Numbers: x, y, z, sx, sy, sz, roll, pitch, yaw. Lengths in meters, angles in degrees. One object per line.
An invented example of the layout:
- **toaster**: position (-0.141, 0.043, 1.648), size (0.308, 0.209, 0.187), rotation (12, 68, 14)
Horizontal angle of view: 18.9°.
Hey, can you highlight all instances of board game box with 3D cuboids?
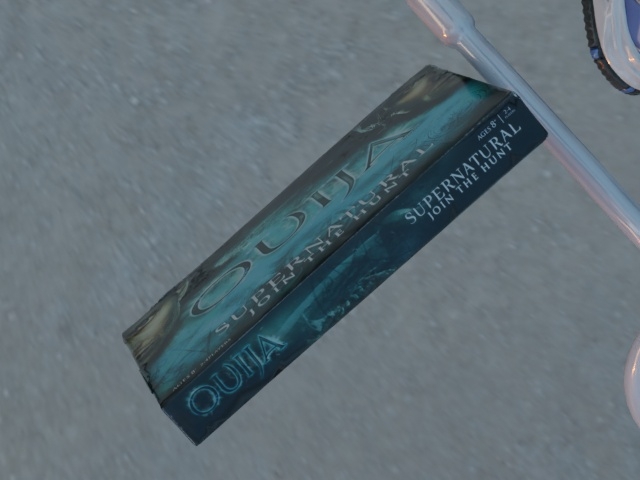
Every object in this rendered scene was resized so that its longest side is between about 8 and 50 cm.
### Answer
- **board game box**: position (0.000, 0.000, 0.805), size (0.186, 0.126, 0.026), rotation (-41, 107, -3)

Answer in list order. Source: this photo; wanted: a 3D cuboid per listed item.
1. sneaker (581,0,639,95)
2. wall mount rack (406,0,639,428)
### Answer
- **sneaker**: position (0.187, -0.190, 1.065), size (0.080, 0.081, 0.211), rotation (-1, 80, -52)
- **wall mount rack**: position (0.220, -0.074, 0.817), size (0.304, 0.130, 0.350), rotation (32, 118, -18)
